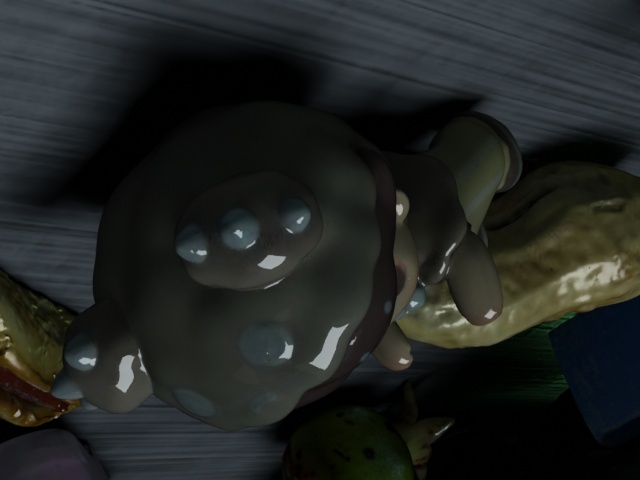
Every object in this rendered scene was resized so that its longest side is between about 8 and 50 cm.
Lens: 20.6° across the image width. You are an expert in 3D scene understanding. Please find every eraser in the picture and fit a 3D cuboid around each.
[{"bbox_3d":[0.386,0.075,1.770,0.312,0.144,0.043,-34,143,19],"label":"eraser"}]

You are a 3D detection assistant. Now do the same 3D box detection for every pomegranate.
[{"bbox_3d":[0.037,0.222,1.767,0.148,0.148,0.169,-46,174,39],"label":"pomegranate"}]

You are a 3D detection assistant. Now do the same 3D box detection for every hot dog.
[{"bbox_3d":[-0.218,0.090,1.292,0.084,0.073,0.242,-24,157,9],"label":"hot dog"}]

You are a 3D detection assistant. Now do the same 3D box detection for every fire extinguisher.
[{"bbox_3d":[0.178,0.281,2.076,0.344,0.102,0.138,-18,123,-16],"label":"fire extinguisher"}]

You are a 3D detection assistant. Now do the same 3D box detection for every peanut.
[{"bbox_3d":[0.168,0.011,1.446,0.290,0.130,0.130,-18,156,-18],"label":"peanut"}]

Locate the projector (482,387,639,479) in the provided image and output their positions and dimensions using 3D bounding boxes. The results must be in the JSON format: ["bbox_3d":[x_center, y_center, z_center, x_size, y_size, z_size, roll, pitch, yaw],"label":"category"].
[{"bbox_3d":[0.317,0.340,1.842,0.405,0.242,0.395,-45,-163,-23],"label":"projector"}]

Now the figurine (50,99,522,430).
[{"bbox_3d":[0.001,0.000,1.195,0.381,0.203,0.248,-17,165,-48],"label":"figurine"}]

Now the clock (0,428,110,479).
[{"bbox_3d":[-0.327,0.290,1.553,0.322,0.113,0.295,-23,157,-4],"label":"clock"}]
